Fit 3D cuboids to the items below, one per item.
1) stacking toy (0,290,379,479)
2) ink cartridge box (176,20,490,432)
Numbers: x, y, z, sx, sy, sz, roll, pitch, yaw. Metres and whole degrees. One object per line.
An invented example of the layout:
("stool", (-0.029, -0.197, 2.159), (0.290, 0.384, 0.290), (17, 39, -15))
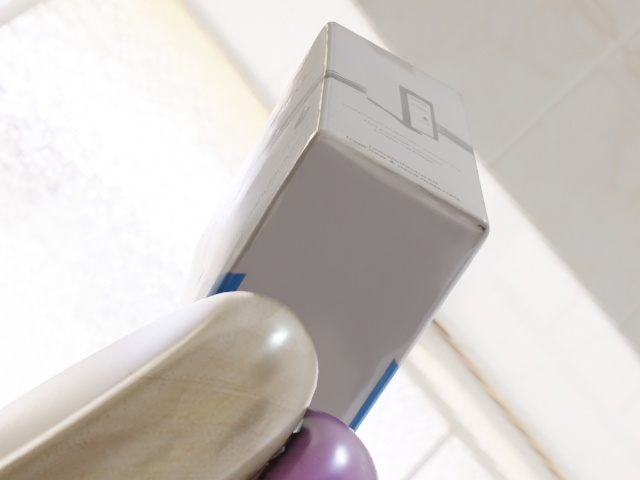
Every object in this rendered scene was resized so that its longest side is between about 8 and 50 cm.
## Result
("stacking toy", (0.012, 0.183, 0.427), (0.141, 0.141, 0.330), (-24, -81, 52))
("ink cartridge box", (0.000, 0.000, 0.764), (0.086, 0.203, 0.148), (29, -73, -9))
